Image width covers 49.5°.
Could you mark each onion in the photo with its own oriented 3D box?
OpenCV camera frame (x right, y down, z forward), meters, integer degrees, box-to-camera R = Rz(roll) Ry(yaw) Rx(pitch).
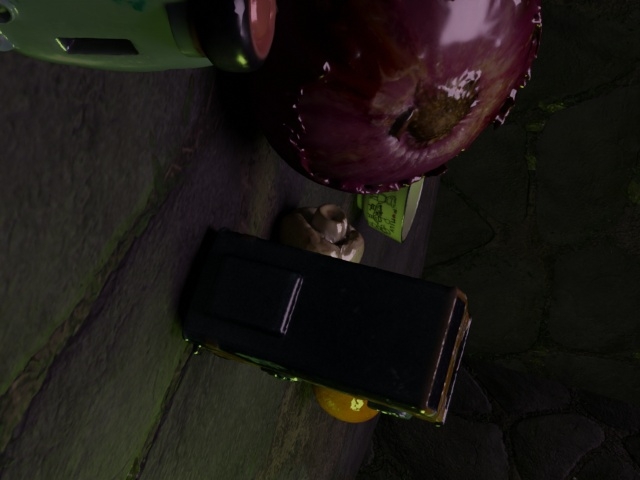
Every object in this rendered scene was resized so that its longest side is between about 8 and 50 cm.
[{"bbox_3d":[0.074,-0.229,0.843,0.345,0.359,0.358,-132,-136,-54],"label":"onion"}]

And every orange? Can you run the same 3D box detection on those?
[{"bbox_3d":[0.076,0.297,1.567,0.219,0.193,0.219,-52,172,-10],"label":"orange"}]

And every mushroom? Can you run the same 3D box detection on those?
[{"bbox_3d":[0.000,0.000,1.101,0.112,0.148,0.148,-66,174,35],"label":"mushroom"}]

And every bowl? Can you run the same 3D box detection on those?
[{"bbox_3d":[0.162,-0.122,1.607,0.238,0.126,0.237,14,90,-75],"label":"bowl"}]

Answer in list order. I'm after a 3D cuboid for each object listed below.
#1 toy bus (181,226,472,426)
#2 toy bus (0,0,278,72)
[{"bbox_3d":[0.009,0.105,0.850,0.194,0.324,0.161,56,50,-69],"label":"toy bus"},{"bbox_3d":[-0.118,-0.219,0.333,0.287,0.194,0.232,68,31,-66],"label":"toy bus"}]
